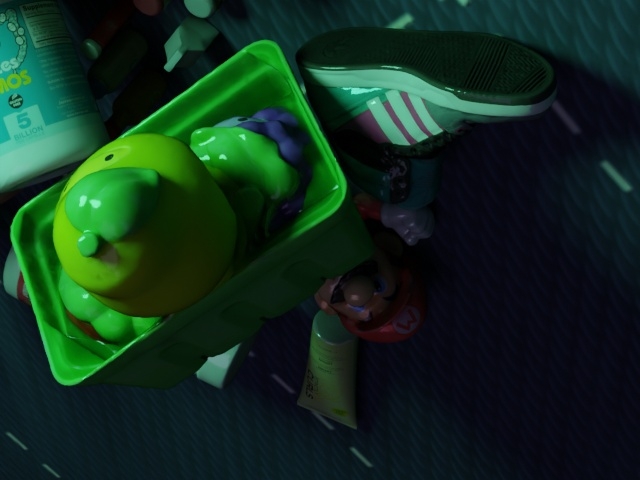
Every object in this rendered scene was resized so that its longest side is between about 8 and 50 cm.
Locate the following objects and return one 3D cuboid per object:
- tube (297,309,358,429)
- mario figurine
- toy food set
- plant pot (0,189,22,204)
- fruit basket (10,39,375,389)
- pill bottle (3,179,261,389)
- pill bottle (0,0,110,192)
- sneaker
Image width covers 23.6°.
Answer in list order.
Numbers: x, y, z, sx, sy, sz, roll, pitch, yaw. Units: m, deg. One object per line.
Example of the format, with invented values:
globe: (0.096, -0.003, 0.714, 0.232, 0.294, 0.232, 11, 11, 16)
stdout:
tube: (0.015, 0.177, 2.040, 0.240, 0.062, 0.070, 96, 152, -55)
mario figurine: (0.000, 0.000, 1.762, 0.320, 0.170, 0.198, 43, 140, -11)
toy food set: (-0.198, -0.216, 1.710, 0.111, 0.104, 0.232, 39, 142, -9)
plant pot: (-0.484, -0.184, 1.839, 0.275, 0.275, 0.243, 12, 127, 25)
fruit basket: (-0.160, -0.025, 1.537, 0.392, 0.392, 0.283, 99, 153, -50)
pill bottle: (-0.234, 0.063, 1.988, 0.318, 0.176, 0.176, 27, 142, 7)
pill bottle: (-0.341, -0.195, 1.682, 0.146, 0.146, 0.264, -21, 91, 47)
sneaker: (0.117, -0.114, 1.583, 0.295, 0.124, 0.178, 13, 134, 36)
